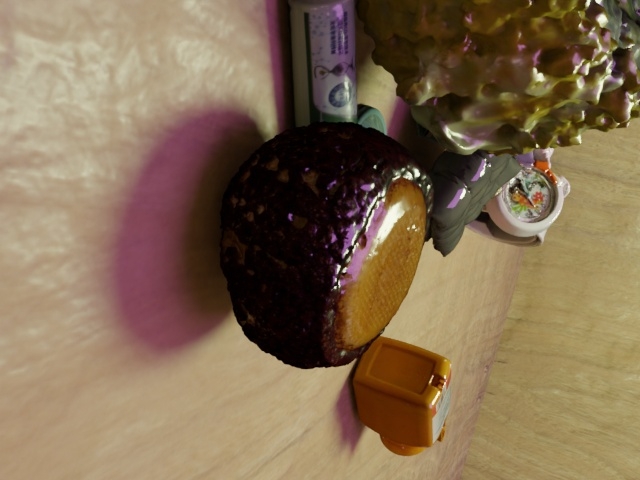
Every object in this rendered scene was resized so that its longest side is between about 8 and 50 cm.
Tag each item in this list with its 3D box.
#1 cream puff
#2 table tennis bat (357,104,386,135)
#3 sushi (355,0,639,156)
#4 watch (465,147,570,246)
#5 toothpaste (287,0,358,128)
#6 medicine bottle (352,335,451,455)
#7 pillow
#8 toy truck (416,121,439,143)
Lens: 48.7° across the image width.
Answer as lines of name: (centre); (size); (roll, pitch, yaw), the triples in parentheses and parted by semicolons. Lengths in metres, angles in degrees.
cream puff: (0.000, 0.000, 0.678); (0.239, 0.164, 0.239); (-42, 143, -42)
table tennis bat: (0.041, -0.057, 0.914); (0.149, 0.038, 0.237); (35, 71, -67)
sushi: (0.211, -0.275, 0.752); (0.396, 0.240, 0.352); (25, 65, -46)
watch: (0.366, -0.103, 1.445); (0.231, 0.244, 0.196); (104, 9, -80)
toothpaste: (0.008, -0.120, 0.752); (0.098, 0.061, 0.392); (-23, 134, -22)
medicine bottle: (0.145, 0.280, 1.232); (0.112, 0.149, 0.222); (-58, 153, -34)
pillow: (0.240, -0.102, 1.149); (0.228, 0.101, 0.326); (-53, 164, -3)
toy truck: (0.192, -0.244, 1.080); (0.115, 0.080, 0.178); (-54, 154, -18)
